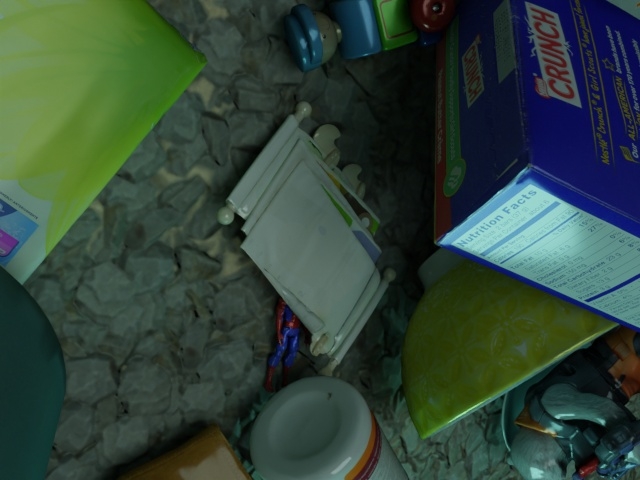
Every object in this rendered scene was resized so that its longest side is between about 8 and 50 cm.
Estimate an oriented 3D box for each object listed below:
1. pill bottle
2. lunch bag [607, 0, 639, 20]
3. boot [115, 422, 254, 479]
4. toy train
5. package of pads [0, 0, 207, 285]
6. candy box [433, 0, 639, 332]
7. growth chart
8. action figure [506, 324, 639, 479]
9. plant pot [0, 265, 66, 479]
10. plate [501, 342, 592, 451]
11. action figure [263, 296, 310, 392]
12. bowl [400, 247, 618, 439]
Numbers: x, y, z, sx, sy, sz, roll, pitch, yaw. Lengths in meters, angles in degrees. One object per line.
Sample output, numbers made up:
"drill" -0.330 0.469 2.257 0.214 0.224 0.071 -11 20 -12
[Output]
"pill bottle" 0.025 0.247 0.713 0.121 0.121 0.221 -41 130 -17
"lunch bag" 0.278 -0.317 0.686 0.262 0.160 0.223 -44 124 10
"boot" -0.117 0.339 0.668 0.211 0.104 0.295 -27 111 -23
"toy train" 0.016 -0.279 0.609 0.143 0.105 0.248 -21 113 -12
"package of pads" -0.257 -0.095 0.476 0.229 0.101 0.297 44 78 -33
"candy box" 0.256 -0.069 0.600 0.317 0.122 0.268 23 51 -18
"growth chart" 0.000 0.000 0.689 0.172 0.021 0.237 -49 123 -29
"action figure" 0.368 0.192 0.910 0.330 0.178 0.341 -43 150 -9
"plant pot" -0.295 0.159 0.370 0.292 0.235 0.293 -8 127 -10
"plate" 0.305 0.208 0.946 0.188 0.024 0.188 -8 105 -30
"action figure" -0.031 0.096 0.708 0.038 0.030 0.115 7 96 -30
"bowl" 0.191 0.070 0.743 0.289 0.289 0.156 -21 69 -26
